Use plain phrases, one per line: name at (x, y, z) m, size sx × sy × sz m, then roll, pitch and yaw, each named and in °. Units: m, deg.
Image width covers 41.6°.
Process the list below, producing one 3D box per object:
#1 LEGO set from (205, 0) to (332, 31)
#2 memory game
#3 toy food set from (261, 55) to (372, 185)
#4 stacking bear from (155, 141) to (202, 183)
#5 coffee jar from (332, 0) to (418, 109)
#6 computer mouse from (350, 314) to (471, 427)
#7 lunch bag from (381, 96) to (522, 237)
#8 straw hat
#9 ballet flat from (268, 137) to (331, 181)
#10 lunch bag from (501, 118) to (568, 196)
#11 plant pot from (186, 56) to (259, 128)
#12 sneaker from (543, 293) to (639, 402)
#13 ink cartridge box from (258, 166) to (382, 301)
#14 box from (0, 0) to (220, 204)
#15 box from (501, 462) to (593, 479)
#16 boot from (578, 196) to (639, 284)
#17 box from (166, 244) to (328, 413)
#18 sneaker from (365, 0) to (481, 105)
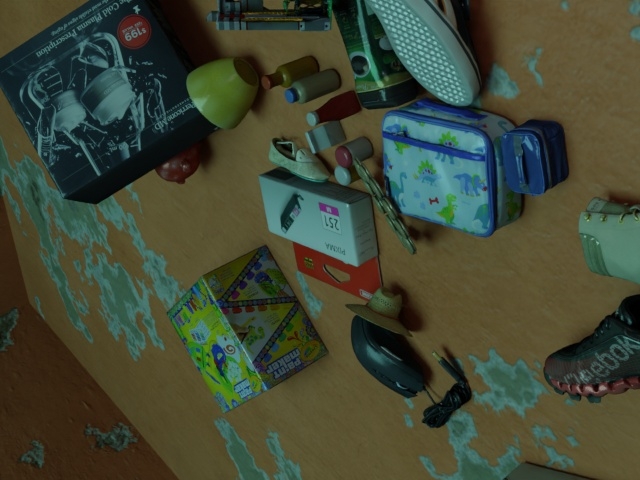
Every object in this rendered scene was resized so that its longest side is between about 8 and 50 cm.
LEGO set at (-0.082, -0.448, 1.192) m, size 0.331 × 0.192 × 0.255 m, roll 92°, pitch 176°, yaw -45°
memory game at (0.105, -0.054, 1.375) m, size 0.186 × 0.012 × 0.186 m, roll 58°, pitch -179°, yaw -1°
toy food set at (-0.001, -0.196, 1.424) m, size 0.111 × 0.104 × 0.232 m, roll -8°, pitch 107°, yaw 57°
stacking bear at (-0.369, -0.261, 1.873) m, size 0.289 × 0.164 × 0.175 m, roll 55°, pitch 148°, yaw 4°
coffee jar at (0.083, -0.288, 1.259) m, size 0.096 × 0.079 × 0.185 m, roll 7°, pitch 118°, yaw 58°
computer mouse at (0.152, 0.231, 1.539) m, size 0.262 × 0.060 × 0.184 m, roll 49°, pitch 146°, yaw 8°
lunch bag at (0.187, -0.111, 1.235) m, size 0.219 × 0.090 × 0.176 m, roll 24°, pitch 129°, yaw 44°
straw hat at (0.116, 0.118, 1.517) m, size 0.144 × 0.144 × 0.061 m, roll 26°, pitch 94°, yaw 44°
ballet flat at (-0.044, -0.154, 1.568) m, size 0.168 × 0.057 × 0.053 m, roll 26°, pitch 123°, yaw 44°
lunch bag at (0.281, -0.106, 1.120) m, size 0.067 × 0.065 × 0.099 m, roll 12°, pitch 122°, yaw 52°
plant pot at (-0.172, -0.292, 1.597) m, size 0.095 × 0.134 × 0.134 m, roll -33°, pitch 84°, yaw 31°
sneaker at (0.397, 0.138, 1.105) m, size 0.276 × 0.097 × 0.135 m, roll -18°, pitch 98°, yaw 56°
ink cartridge box at (0.000, 0.000, 1.614) m, size 0.275 × 0.060 × 0.239 m, roll 21°, pitch 128°, yaw 47°
box at (-0.421, -0.295, 1.708) m, size 0.313 × 0.343 × 0.179 m, roll 59°, pitch -175°, yaw 4°
box at (0.406, 0.439, 1.315) m, size 0.275 × 0.094 × 0.113 m, roll -5°, pitch 108°, yaw 56°
boot at (0.392, -0.034, 1.009) m, size 0.165 × 0.077 × 0.213 m, roll 28°, pitch 130°, yaw 51°
box at (-0.175, 0.208, 1.907) m, size 0.279 × 0.177 × 0.290 m, roll 60°, pitch 148°, yaw 5°
sneaker at (0.137, -0.331, 1.125) m, size 0.321 × 0.127 × 0.126 m, roll 49°, pitch 162°, yaw -26°
